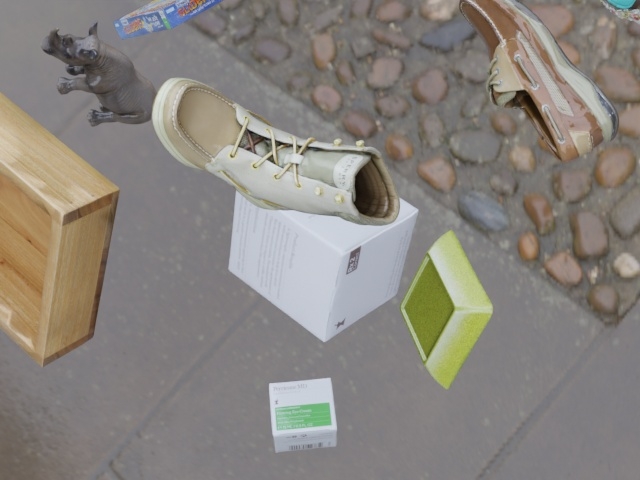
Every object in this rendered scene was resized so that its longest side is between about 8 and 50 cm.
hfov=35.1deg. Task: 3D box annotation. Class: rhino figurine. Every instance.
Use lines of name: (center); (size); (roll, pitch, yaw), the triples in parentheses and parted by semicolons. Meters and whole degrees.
rhino figurine: (-0.301, -0.228, 1.384); (0.106, 0.243, 0.073); (-4, 68, 15)

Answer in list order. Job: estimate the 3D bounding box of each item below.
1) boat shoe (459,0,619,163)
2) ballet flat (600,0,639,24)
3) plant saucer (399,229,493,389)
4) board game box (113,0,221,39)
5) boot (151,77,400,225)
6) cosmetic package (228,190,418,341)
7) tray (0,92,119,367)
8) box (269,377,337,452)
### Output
boat shoe: (0.315, -0.256, 1.564); (0.120, 0.122, 0.324); (-38, 72, -1)
ballet flat: (0.510, -0.351, 1.528); (0.091, 0.077, 0.241); (-41, 28, -3)
plant saucer: (0.188, 0.109, 1.620); (0.045, 0.188, 0.188); (4, 40, -24)
board game box: (-0.244, -0.386, 1.683); (0.136, 0.035, 0.201); (-37, 23, -27)
boot: (-0.035, -0.077, 0.916); (0.165, 0.213, 0.077); (13, 75, 38)
cosmetic package: (0.000, 0.000, 1.309); (0.184, 0.151, 0.151); (35, 45, 27)
tray: (-0.377, -0.078, 1.021); (0.411, 0.202, 0.076); (38, 43, 21)
box: (-0.027, 0.274, 1.587); (0.101, 0.102, 0.087); (-5, 63, -3)
